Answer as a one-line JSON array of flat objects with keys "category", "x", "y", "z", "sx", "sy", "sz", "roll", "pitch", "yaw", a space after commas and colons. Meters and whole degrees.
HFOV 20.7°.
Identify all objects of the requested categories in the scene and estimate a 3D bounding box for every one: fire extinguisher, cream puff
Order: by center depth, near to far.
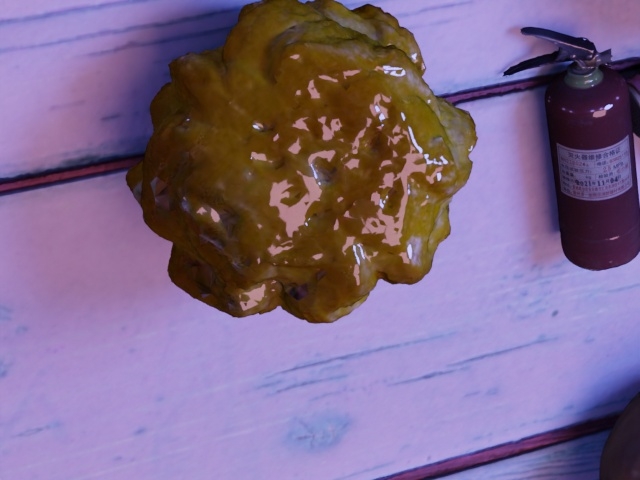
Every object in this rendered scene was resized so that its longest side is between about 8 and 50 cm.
[{"category": "cream puff", "x": -0.011, "y": -0.056, "z": 1.270, "sx": 0.244, "sy": 0.196, "sz": 0.244, "roll": 10, "pitch": 120, "yaw": 19}, {"category": "fire extinguisher", "x": 0.212, "y": -0.081, "z": 1.460, "sx": 0.099, "sy": 0.071, "sz": 0.231, "roll": -7, "pitch": 128, "yaw": 10}]

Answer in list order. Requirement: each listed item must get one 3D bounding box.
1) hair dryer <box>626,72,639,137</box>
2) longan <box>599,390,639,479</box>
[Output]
[{"category": "hair dryer", "x": 0.311, "y": -0.095, "z": 1.510, "sx": 0.106, "sy": 0.054, "sz": 0.154, "roll": -28, "pitch": 139, "yaw": -14}, {"category": "longan", "x": 0.389, "y": 0.242, "z": 1.654, "sx": 0.300, "sy": 0.243, "sz": 0.300, "roll": -2, "pitch": 108, "yaw": -5}]
